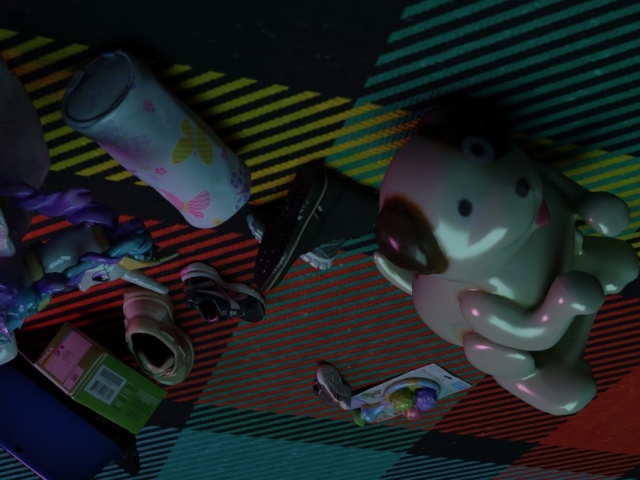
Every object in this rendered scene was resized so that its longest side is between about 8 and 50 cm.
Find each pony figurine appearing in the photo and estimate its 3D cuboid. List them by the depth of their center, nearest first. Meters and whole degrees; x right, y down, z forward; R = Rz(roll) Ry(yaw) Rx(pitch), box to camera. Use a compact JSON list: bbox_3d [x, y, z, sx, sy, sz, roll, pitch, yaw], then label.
[{"bbox_3d":[-0.386,-0.020,1.172,0.364,0.303,0.351,-26,110,7],"label":"pony figurine"}]

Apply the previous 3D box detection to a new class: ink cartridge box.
[{"bbox_3d":[-0.423,0.217,1.843,0.255,0.097,0.189,28,168,39],"label":"ink cartridge box"}]

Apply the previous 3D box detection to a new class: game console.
[{"bbox_3d":[-0.492,0.352,1.873,0.293,0.173,0.250,33,151,15],"label":"game console"}]

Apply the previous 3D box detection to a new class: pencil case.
[{"bbox_3d":[-0.203,-0.121,1.321,0.124,0.113,0.273,0,152,36],"label":"pencil case"}]

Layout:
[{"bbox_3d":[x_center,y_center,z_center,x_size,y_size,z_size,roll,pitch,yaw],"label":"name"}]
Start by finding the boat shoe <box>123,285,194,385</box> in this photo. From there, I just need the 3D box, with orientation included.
[{"bbox_3d":[-0.286,0.191,1.812,0.109,0.098,0.302,-1,147,1],"label":"boat shoe"}]

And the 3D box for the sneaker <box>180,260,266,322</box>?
[{"bbox_3d":[-0.164,0.106,1.704,0.072,0.077,0.178,-26,140,36],"label":"sneaker"}]

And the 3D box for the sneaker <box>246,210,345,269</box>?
[{"bbox_3d":[-0.032,-0.018,1.546,0.167,0.065,0.076,21,125,-34],"label":"sneaker"}]

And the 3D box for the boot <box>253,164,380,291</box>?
[{"bbox_3d":[0.000,0.000,1.492,0.137,0.077,0.197,17,116,-32],"label":"boot"}]

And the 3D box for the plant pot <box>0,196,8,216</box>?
[{"bbox_3d":[-0.529,-0.027,1.370,0.212,0.212,0.187,10,168,-24],"label":"plant pot"}]

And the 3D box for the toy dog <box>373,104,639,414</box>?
[{"bbox_3d":[0.227,-0.007,1.413,0.395,0.284,0.408,24,163,34],"label":"toy dog"}]

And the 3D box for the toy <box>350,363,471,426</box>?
[{"bbox_3d":[0.168,0.325,2.069,0.237,0.056,0.137,-24,141,32],"label":"toy"}]

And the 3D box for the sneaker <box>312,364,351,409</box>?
[{"bbox_3d":[0.010,0.290,2.012,0.065,0.061,0.158,-5,147,19],"label":"sneaker"}]
